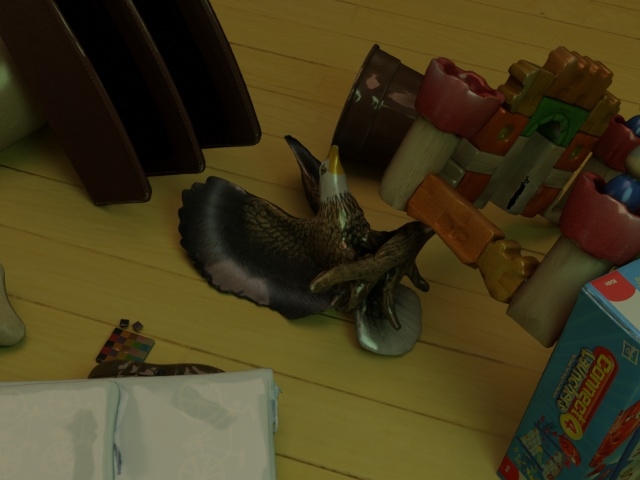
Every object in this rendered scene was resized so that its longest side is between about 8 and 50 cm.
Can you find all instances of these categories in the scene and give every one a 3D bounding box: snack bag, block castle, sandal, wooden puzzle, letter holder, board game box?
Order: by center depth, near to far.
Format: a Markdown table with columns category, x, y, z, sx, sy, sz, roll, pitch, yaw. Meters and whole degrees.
| category | x | y | z | sx | sy | sz | roll | pitch | yaw |
| --- | --- | --- | --- | --- | --- | --- | --- | --- | --- |
| snack bag | -0.194 | 0.267 | 0.816 | 0.342 | 0.037 | 0.323 | -1 | 55 | -8 |
| board game box | 0.350 | 0.119 | 0.882 | 0.308 | 0.302 | 0.086 | -21 | 52 | -25 |
| sandal | -0.157 | 0.167 | 0.945 | 0.180 | 0.049 | 0.072 | 8 | 58 | 6 |
| block castle | 0.313 | -0.057 | 0.990 | 0.453 | 0.213 | 0.303 | 4 | 34 | -45 |
| wooden puzzle | -0.219 | 0.124 | 1.008 | 0.049 | 0.006 | 0.083 | 17 | 46 | 9 |
| letter holder | -0.230 | -0.210 | 1.080 | 0.214 | 0.302 | 0.152 | 1 | 35 | 41 |

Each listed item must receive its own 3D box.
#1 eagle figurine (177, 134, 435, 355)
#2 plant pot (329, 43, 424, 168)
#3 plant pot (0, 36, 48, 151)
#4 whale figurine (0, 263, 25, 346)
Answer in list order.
| category | x | y | z | sx | sy | sz | roll | pitch | yaw |
| --- | --- | --- | --- | --- | --- | --- | --- | --- | --- |
| eagle figurine | 0.002 | -0.011 | 1.077 | 0.226 | 0.225 | 0.298 | 25 | -6 | -40 |
| plant pot | 0.120 | -0.163 | 1.236 | 0.165 | 0.167 | 0.167 | 22 | 47 | 4 |
| plant pot | -0.418 | -0.256 | 1.212 | 0.256 | 0.256 | 0.274 | 21 | 62 | 13 |
| whale figurine | -0.454 | 0.098 | 0.930 | 0.272 | 0.141 | 0.216 | -16 | 77 | -47 |
